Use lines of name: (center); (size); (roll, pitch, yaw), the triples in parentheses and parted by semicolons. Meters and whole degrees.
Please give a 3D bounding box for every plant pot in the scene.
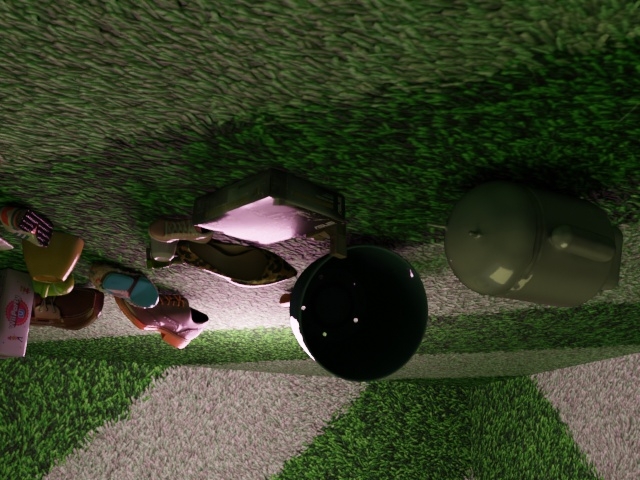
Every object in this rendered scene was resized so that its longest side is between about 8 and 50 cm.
plant pot: (0.059, 0.154, 1.759); (0.293, 0.293, 0.235); (8, 177, -18)
plant pot: (-0.606, 0.042, 1.750); (0.134, 0.095, 0.134); (2, 162, 1)

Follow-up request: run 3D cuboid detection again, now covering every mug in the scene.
mug: (-0.331, 0.012, 1.678); (0.062, 0.064, 0.078); (-15, 156, 41)

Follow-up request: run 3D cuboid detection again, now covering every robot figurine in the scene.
robot figurine: (0.364, 0.007, 1.364); (0.353, 0.200, 0.300); (10, 171, -27)
robot figurine: (-0.690, 0.109, 2.020); (0.115, 0.067, 0.101); (-6, -171, 21)

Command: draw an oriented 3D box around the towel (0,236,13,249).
towel: (-0.775, -0.002, 1.746); (0.113, 0.023, 0.152); (0, 163, 8)

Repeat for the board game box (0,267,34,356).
board game box: (-0.911, 0.208, 2.097); (0.303, 0.224, 0.097); (-10, 158, 34)

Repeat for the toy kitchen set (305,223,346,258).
toy kitchen set: (0.000, 0.000, 1.585); (0.083, 0.075, 0.068); (-19, 153, 39)

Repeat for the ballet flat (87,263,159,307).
ballet flat: (-0.509, 0.110, 2.018); (0.077, 0.091, 0.241); (27, 172, 30)

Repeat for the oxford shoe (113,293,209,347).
oxford shoe: (-0.456, 0.186, 2.224); (0.133, 0.130, 0.364); (-36, 146, 8)

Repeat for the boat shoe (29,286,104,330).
boat shoe: (-0.755, 0.186, 2.192); (0.324, 0.122, 0.120); (-9, 157, 29)

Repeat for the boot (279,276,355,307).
boot: (0.055, 0.176, 2.117); (0.264, 0.096, 0.280); (9, 162, -22)

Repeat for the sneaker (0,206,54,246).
sneaker: (-0.608, -0.034, 1.596); (0.075, 0.057, 0.161); (16, 166, 10)

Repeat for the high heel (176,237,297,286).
high heel: (-0.180, 0.045, 1.699); (0.261, 0.093, 0.186); (10, 171, 1)

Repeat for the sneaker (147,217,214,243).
sneaker: (-0.277, -0.026, 1.577); (0.134, 0.051, 0.070); (6, 161, -24)

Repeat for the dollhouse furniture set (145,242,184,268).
dollhouse furniture set: (-0.361, 0.031, 1.814); (0.076, 0.058, 0.152); (-7, -179, 5)

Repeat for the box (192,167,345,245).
box: (-0.097, -0.056, 1.449); (0.183, 0.056, 0.231); (17, 157, -42)
